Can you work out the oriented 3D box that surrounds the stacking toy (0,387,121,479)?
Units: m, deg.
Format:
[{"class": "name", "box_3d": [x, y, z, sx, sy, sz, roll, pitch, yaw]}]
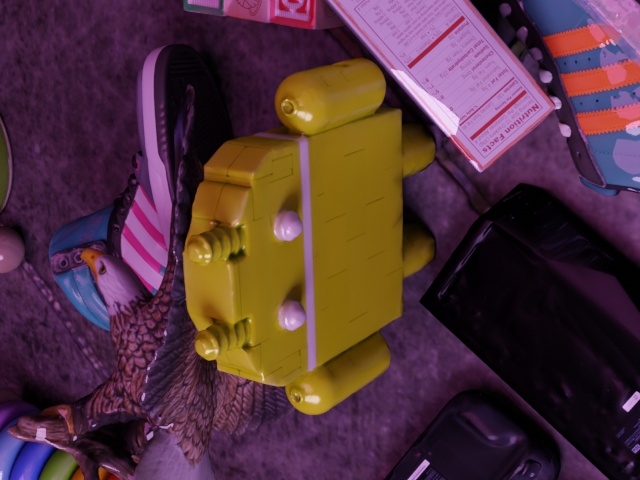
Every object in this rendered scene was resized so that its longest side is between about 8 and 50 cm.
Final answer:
[{"class": "stacking toy", "box_3d": [-0.257, 0.270, 1.103, 0.330, 0.141, 0.141, 14, 113, 26]}]

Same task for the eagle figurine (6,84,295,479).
[{"class": "eagle figurine", "box_3d": [-0.098, 0.058, 0.774, 0.225, 0.226, 0.298, 39, 102, -12]}]

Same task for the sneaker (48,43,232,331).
[{"class": "sneaker", "box_3d": [-0.170, -0.029, 0.941, 0.178, 0.124, 0.296, 2, 107, 26]}]

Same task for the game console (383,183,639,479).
[{"class": "game console", "box_3d": [0.137, 0.147, 0.817, 0.213, 0.044, 0.361, 44, 125, 18]}]

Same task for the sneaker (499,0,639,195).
[{"class": "sneaker", "box_3d": [0.186, -0.100, 0.658, 0.302, 0.108, 0.121, 49, 122, 12]}]

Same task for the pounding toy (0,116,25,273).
[{"class": "pounding toy", "box_3d": [-0.435, -0.066, 1.124, 0.182, 0.110, 0.237, -7, 100, 38]}]

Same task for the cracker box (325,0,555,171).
[{"class": "cracker box", "box_3d": [0.039, -0.164, 0.657, 0.067, 0.156, 0.232, -41, 110, 9]}]

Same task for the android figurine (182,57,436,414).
[{"class": "android figurine", "box_3d": [0.000, 0.000, 0.722, 0.056, 0.272, 0.248, 11, 110, 33]}]

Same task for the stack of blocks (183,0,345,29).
[{"class": "stack of blocks", "box_3d": [-0.042, -0.320, 0.767, 0.171, 0.087, 0.297, 16, 114, 32]}]
